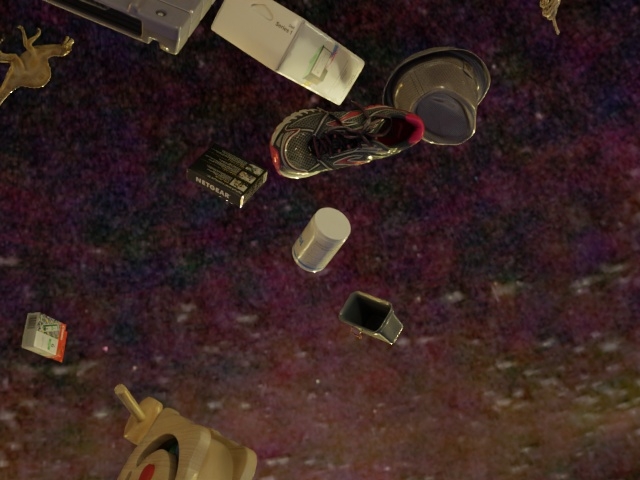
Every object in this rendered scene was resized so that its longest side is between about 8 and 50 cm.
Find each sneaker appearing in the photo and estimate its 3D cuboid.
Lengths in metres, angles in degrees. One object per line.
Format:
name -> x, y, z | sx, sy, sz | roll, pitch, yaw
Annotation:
sneaker -> 0.047, -0.191, 1.340 | 0.299, 0.112, 0.121 | -19, 108, -24

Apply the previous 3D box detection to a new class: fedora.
fedora -> 0.270, -0.298, 1.642 | 0.244, 0.124, 0.275 | -28, 142, 19

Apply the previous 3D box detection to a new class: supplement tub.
supplement tub -> 0.000, 0.000, 1.285 | 0.071, 0.071, 0.107 | 6, 143, -25

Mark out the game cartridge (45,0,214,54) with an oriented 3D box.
game cartridge -> -0.300, -0.396, 0.970 | 0.355, 0.230, 0.068 | 22, 149, 1

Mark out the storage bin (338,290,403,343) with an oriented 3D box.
storage bin -> 0.123, 0.194, 1.741 | 0.091, 0.135, 0.098 | 46, 70, -39

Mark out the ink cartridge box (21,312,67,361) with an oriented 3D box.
ink cartridge box -> -0.484, 0.176, 1.326 | 0.029, 0.063, 0.115 | -6, 155, 17

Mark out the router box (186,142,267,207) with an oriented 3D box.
router box -> -0.255, -0.180, 2.015 | 0.179, 0.133, 0.046 | 28, 140, 13

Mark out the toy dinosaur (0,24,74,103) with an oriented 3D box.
toy dinosaur -> -0.481, -0.278, 1.177 | 0.183, 0.053, 0.092 | -41, 112, 0

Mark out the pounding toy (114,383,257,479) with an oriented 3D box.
pounding toy -> -0.204, 0.272, 0.868 | 0.155, 0.154, 0.269 | 33, 163, -23

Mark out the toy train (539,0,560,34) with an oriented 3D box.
toy train -> 0.390, -0.504, 1.293 | 0.105, 0.248, 0.143 | -12, 162, 27

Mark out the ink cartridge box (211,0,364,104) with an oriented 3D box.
ink cartridge box -> -0.063, -0.409, 1.550 | 0.117, 0.201, 0.278 | -58, 154, 11
